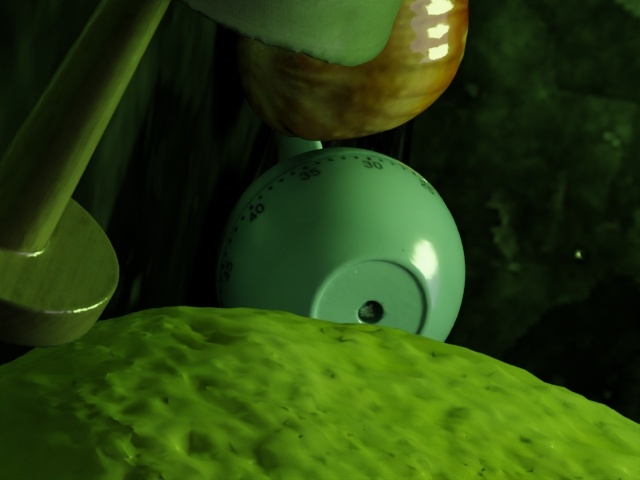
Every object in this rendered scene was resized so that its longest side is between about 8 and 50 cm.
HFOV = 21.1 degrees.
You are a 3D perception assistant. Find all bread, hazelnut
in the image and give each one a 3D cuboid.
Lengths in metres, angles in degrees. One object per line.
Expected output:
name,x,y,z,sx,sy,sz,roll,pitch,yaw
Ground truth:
bread,-0.009,0.215,0.550,0.348,0.348,0.308,-66,176,-66
hazelnut,0.009,-0.134,1.021,0.150,0.150,0.150,10,90,-84

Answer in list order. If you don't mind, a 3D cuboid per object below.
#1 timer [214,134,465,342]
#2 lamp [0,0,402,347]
timer,0.019,0.006,1.127,0.255,0.175,0.175,-64,163,-72
lamp,-0.041,-0.072,0.458,0.215,0.121,0.121,-56,-175,27
